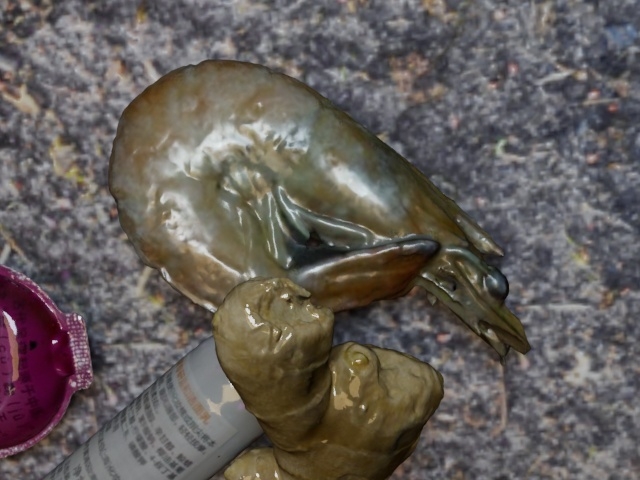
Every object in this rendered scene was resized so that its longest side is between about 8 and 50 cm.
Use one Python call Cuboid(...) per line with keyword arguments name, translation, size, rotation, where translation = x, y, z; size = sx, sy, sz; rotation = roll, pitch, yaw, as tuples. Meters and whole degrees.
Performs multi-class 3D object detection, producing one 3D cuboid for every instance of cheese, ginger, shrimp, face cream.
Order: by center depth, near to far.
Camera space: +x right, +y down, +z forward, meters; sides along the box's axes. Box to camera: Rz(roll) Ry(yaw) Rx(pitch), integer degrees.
Cuboid(name="ginger", translation=(0.005, 0.154, 0.549), size=(0.147, 0.081, 0.334), rotation=(-14, 125, -24))
Cuboid(name="shrimp", translation=(0.000, 0.000, 0.550), size=(0.317, 0.077, 0.168), rotation=(36, 79, 2))
Cuboid(name="face cream", translation=(-0.103, 0.141, 0.591), size=(0.269, 0.082, 0.082), rotation=(-40, 92, 9))
Cuboid(name="cheese", translation=(-0.286, 0.093, 0.613), size=(0.244, 0.062, 0.155), rotation=(-8, 96, 8))
